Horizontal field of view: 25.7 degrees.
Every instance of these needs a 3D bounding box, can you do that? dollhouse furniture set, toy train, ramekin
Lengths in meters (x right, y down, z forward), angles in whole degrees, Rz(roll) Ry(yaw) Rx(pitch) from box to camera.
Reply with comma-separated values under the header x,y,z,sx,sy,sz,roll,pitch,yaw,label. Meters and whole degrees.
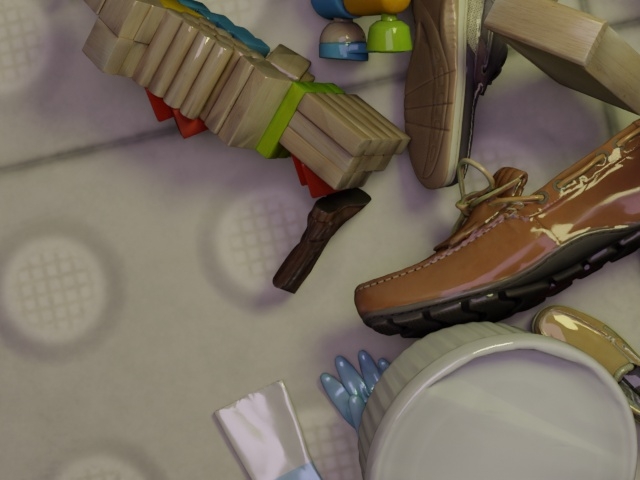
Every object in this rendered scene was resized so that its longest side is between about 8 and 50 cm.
x,y,z,sx,sy,sz,roll,pitch,yaw,label
0.327,-0.309,1.319,0.303,0.174,0.355,29,95,34,dollhouse furniture set
0.071,-0.249,1.384,0.105,0.248,0.143,-6,99,-31,toy train
0.161,0.203,1.367,0.273,0.127,0.272,-4,107,-13,ramekin

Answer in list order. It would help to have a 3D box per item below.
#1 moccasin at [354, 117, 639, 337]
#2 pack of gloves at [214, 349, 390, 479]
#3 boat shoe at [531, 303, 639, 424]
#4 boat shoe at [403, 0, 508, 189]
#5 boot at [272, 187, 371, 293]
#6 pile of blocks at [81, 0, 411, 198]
x,y,z,sx,sy,sz,roll,pitch,yaw,label
0.205,-0.019,1.407,0.380,0.139,0.147,-28,72,7,moccasin
0.021,0.243,1.458,0.195,0.046,0.232,-25,86,3,pack of gloves
0.299,0.130,1.423,0.190,0.072,0.068,35,91,5,boat shoe
0.146,-0.194,1.436,0.092,0.103,0.285,1,88,-27,boat shoe
0.000,0.000,1.466,0.037,0.106,0.114,38,120,21,boot
-0.092,-0.149,1.441,0.362,0.149,0.112,32,111,1,pile of blocks
